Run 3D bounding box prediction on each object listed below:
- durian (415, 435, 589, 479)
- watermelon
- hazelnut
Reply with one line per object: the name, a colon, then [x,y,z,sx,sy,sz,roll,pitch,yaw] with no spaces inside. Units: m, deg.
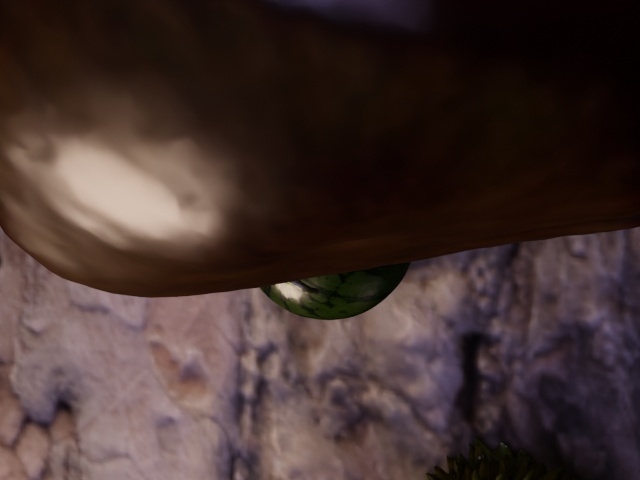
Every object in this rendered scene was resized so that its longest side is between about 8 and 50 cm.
durian: [0.114,0.230,1.045,0.200,0.176,0.237,-36,79,6]
watermelon: [0.000,-0.003,1.047,0.109,0.109,0.109,6,108,19]
hazelnut: [0.005,-0.157,0.849,0.429,0.402,0.402,-6,104,24]
